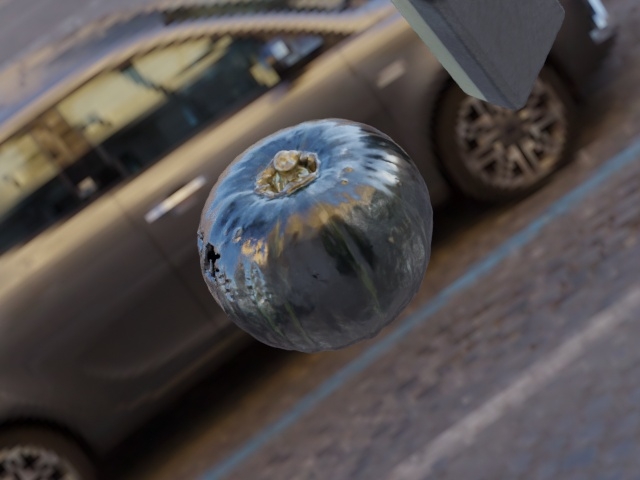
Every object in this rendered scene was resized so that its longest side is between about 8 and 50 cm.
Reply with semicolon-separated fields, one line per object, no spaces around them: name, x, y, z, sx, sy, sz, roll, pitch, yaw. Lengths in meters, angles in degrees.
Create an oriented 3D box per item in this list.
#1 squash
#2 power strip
squash;-0.001;-0.004;1.432;0.193;0.156;0.193;-32;16;10
power strip;0.127;-0.203;1.564;0.070;0.257;0.105;21;82;25
